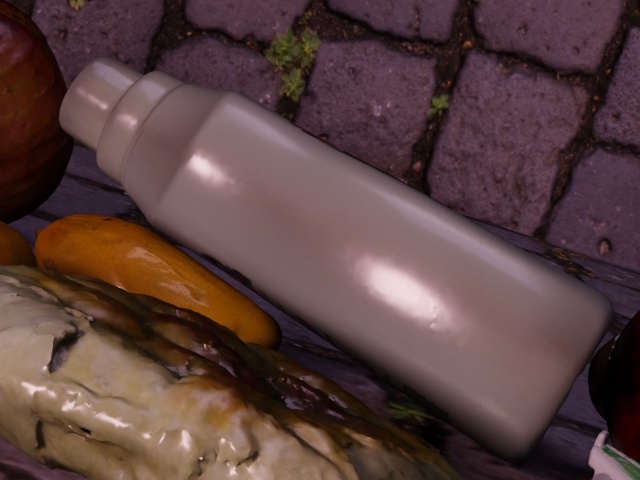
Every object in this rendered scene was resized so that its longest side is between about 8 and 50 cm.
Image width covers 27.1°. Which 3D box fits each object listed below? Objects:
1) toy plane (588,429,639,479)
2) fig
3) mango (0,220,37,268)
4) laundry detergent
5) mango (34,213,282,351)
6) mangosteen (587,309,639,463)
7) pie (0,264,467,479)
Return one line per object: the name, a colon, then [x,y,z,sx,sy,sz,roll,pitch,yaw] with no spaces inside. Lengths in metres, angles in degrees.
toy plane: [0.227,0.157,0.731,0.174,0.080,0.174,14,24,-6]
fig: [-0.296,-0.091,1.043,0.205,0.205,0.205,17,8,-2]
mango: [-0.216,0.017,0.744,0.115,0.089,0.165,17,5,-13]
laundry detergent: [0.000,0.000,0.924,0.397,0.125,0.264,31,-2,12]
mango: [-0.118,0.035,0.905,0.190,0.075,0.098,27,12,18]
mangosteen: [0.269,0.116,0.901,0.199,0.200,0.200,17,8,-2]
pie: [-0.048,0.082,0.620,0.306,0.071,0.306,24,2,-1]
